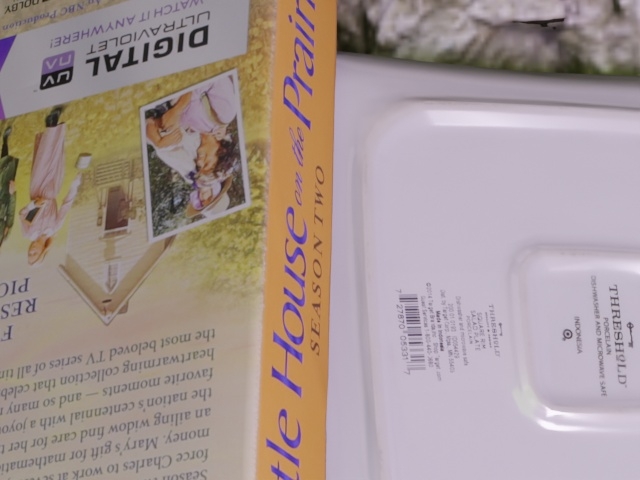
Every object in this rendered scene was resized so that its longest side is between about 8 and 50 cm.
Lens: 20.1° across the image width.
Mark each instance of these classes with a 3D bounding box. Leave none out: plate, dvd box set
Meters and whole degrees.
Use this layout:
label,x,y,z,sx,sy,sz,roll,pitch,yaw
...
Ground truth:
label,x,y,z,sx,sy,sz,roll,pitch,yaw
plate,0.110,0.045,0.759,0.278,0.045,0.277,2,71,-15
dvd box set,-0.138,0.050,0.736,0.307,0.062,0.420,-14,59,26
